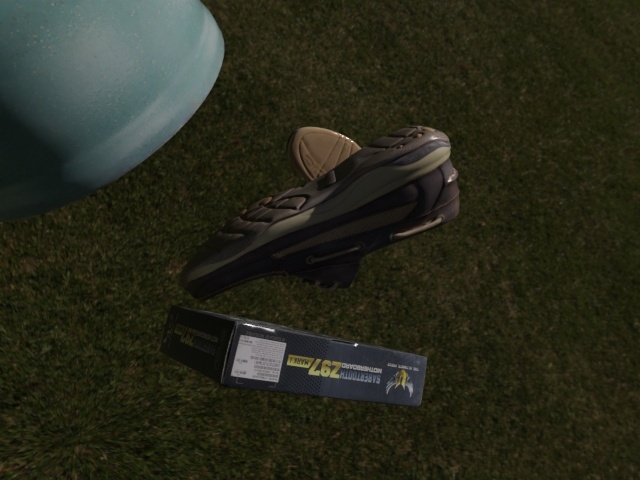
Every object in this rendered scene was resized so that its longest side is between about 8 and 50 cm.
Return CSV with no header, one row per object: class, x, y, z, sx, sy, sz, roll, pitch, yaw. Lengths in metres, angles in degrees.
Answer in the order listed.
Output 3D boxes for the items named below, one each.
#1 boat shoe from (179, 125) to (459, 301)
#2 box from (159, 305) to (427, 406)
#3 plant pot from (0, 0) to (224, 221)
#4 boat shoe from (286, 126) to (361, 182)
boat shoe,0.000,0.000,0.569,0.130,0.355,0.132,60,15,-18
box,-0.032,0.124,0.527,0.232,0.183,0.059,19,78,-32
plant pot,-0.251,-0.187,0.378,0.293,0.196,0.293,-9,53,13
boat shoe,0.049,-0.122,0.864,0.285,0.092,0.103,16,100,-35
